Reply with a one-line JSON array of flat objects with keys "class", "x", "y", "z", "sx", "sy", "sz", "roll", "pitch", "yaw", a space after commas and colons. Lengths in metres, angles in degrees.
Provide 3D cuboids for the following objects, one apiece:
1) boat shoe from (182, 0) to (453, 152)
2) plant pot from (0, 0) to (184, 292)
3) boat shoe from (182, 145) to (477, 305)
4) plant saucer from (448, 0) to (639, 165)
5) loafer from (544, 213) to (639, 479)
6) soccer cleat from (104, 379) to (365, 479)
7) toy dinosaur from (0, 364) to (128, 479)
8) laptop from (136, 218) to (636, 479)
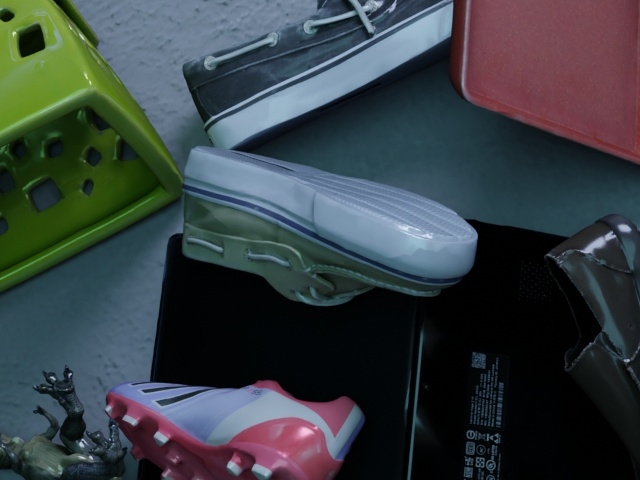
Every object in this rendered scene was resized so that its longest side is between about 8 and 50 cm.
[{"class": "boat shoe", "x": 0.032, "y": -0.177, "z": 1.267, "sx": 0.306, "sy": 0.113, "sz": 0.105, "roll": -26, "pitch": 88, "yaw": 13}, {"class": "plant pot", "x": -0.272, "y": -0.107, "z": 1.253, "sx": 0.227, "sy": 0.228, "sz": 0.207, "roll": -28, "pitch": 66, "yaw": 3}, {"class": "boat shoe", "x": 0.000, "y": 0.000, "z": 1.145, "sx": 0.302, "sy": 0.109, "sz": 0.094, "roll": 20, "pitch": 105, "yaw": 51}, {"class": "plant saucer", "x": 0.191, "y": -0.196, "z": 1.202, "sx": 0.047, "sy": 0.258, "sz": 0.259, "roll": -9, "pitch": 72, "yaw": 48}, {"class": "loafer", "x": 0.215, "y": 0.094, "z": 1.124, "sx": 0.078, "sy": 0.080, "sz": 0.220, "roll": -14, "pitch": 79, "yaw": -10}, {"class": "soccer cleat", "x": -0.071, "y": 0.141, "z": 1.173, "sx": 0.095, "sy": 0.083, "sz": 0.248, "roll": -43, "pitch": 30, "yaw": -28}, {"class": "toy dinosaur", "x": -0.187, "y": 0.177, "z": 1.215, "sx": 0.268, "sy": 0.118, "sz": 0.064, "roll": 24, "pitch": 39, "yaw": 27}, {"class": "laptop", "x": 0.079, "y": 0.190, "z": 1.220, "sx": 0.407, "sy": 0.236, "sz": 0.382, "roll": 9, "pitch": 78, "yaw": -17}]
